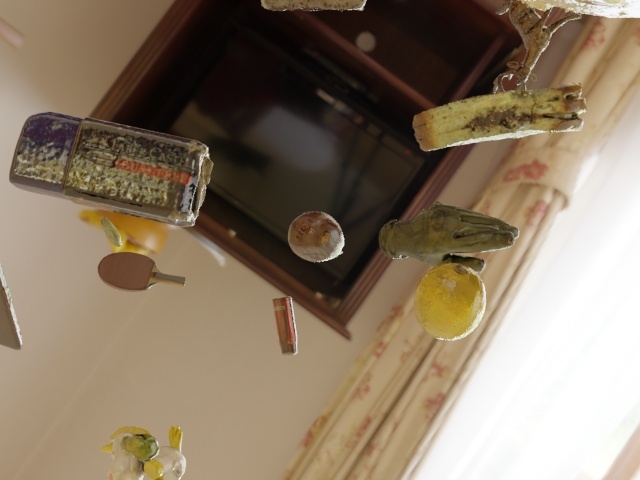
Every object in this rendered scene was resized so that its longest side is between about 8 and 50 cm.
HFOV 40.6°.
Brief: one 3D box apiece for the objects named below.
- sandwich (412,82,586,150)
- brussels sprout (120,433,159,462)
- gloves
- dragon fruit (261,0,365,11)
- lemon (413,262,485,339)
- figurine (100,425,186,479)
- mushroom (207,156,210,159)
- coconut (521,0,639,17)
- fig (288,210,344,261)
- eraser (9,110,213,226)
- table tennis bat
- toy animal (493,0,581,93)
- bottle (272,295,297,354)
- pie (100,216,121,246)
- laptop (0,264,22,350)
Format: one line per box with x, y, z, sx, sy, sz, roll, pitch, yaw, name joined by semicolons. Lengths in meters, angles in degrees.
0.371;-0.252;1.762;0.288;0.099;0.254;-10;-174;-27;sandwich
-0.307;0.346;1.443;0.083;0.046;0.051;-12;140;41;brussels sprout
0.223;-0.005;1.549;0.268;0.135;0.107;-3;172;36;gloves
-0.026;-0.712;2.259;0.283;0.204;0.221;-1;-159;-10;dragon fruit
0.195;0.090;1.306;0.109;0.109;0.133;34;136;28;lemon
-0.342;0.417;1.647;0.178;0.129;0.109;-2;147;20;figurine
-0.274;-0.165;1.821;0.083;0.083;0.067;39;-170;-46;mushroom
0.393;-0.442;1.166;0.297;0.254;0.297;4;-172;-1;coconut
0.000;0.000;1.831;0.109;0.103;0.155;0;156;26;fig
-0.367;-0.131;1.534;0.332;0.155;0.101;13;172;2;eraser
-0.448;0.084;2.172;0.220;0.019;0.130;12;-137;-5;table tennis bat
0.496;-0.480;2.049;0.087;0.260;0.243;11;-127;-27;toy animal
-0.098;0.242;2.444;0.060;0.164;0.060;-8;176;-1;bottle
-0.490;-0.019;2.024;0.085;0.017;0.085;44;155;27;pie
-0.497;0.058;1.216;0.154;0.026;0.207;14;131;19;laptop
